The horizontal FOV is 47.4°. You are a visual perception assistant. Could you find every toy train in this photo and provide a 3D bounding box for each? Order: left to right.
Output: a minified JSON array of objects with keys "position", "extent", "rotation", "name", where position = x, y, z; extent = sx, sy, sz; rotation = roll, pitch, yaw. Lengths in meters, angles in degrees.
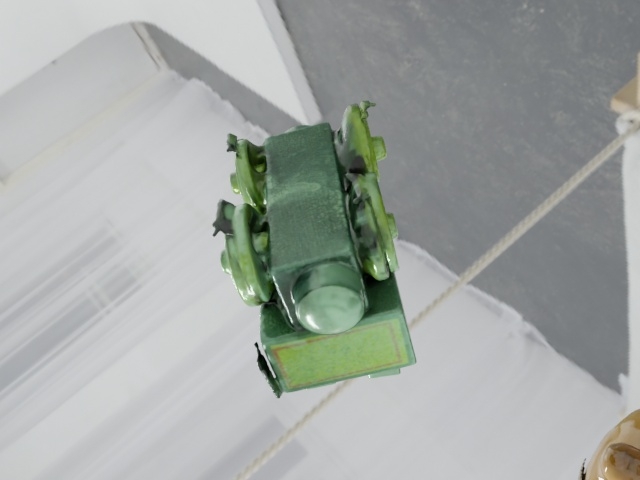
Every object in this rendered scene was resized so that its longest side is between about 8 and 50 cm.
[{"position":[0.000,0.000,0.679],"extent":[0.271,0.159,0.188],"rotation":[-97,-8,-52],"name":"toy train"}]

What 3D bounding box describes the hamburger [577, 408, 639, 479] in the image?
[{"position":[0.405,0.294,0.777],"extent":[0.276,0.276,0.236],"rotation":[41,167,39],"name":"hamburger"}]
